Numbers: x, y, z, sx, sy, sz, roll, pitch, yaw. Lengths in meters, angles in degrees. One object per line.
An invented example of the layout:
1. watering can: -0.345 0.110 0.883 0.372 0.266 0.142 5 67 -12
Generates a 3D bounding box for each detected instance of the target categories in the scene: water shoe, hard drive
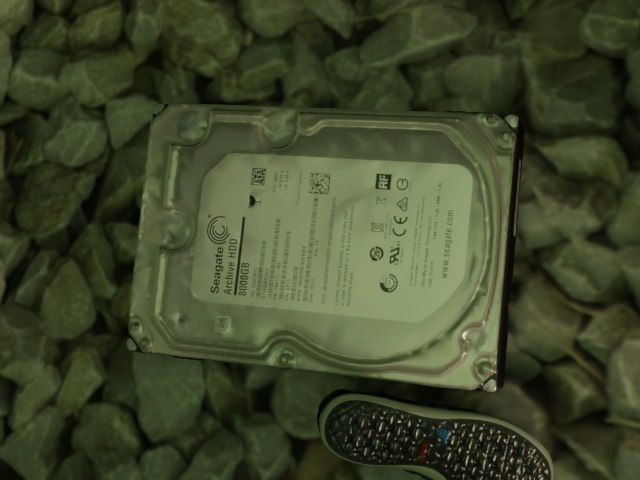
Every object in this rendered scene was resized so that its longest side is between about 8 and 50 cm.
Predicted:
1. water shoe: 0.097 0.164 0.810 0.203 0.080 0.072 19 93 -7
2. hard drive: 0.000 0.000 0.858 0.339 0.064 0.236 5 85 18
